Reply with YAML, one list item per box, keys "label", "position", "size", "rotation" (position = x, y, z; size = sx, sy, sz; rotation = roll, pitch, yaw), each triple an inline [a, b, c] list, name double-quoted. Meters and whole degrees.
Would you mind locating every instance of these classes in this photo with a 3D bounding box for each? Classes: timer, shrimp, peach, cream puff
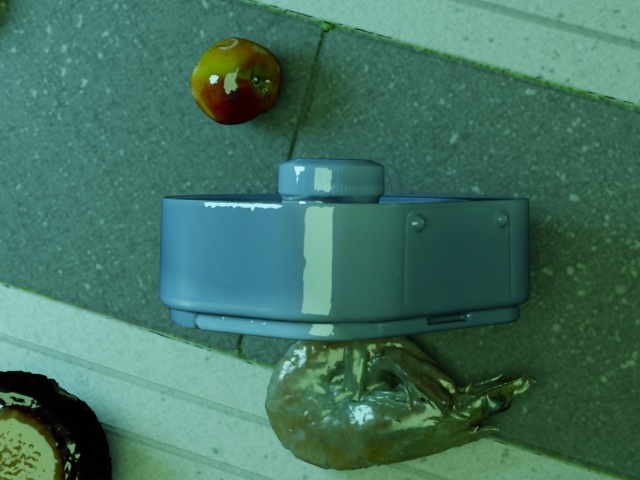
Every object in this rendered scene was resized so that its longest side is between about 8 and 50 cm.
- label: "timer"
  position: [0.000, 0.000, 1.765]
  size: [0.395, 0.395, 0.173]
  rotation: [1, 94, 13]
- label: "shrimp"
  position: [0.086, 0.165, 1.899]
  size: [0.317, 0.077, 0.168]
  rotation: [-13, 88, 16]
- label: "peach"
  position: [-0.098, -0.181, 1.912]
  size: [0.101, 0.101, 0.100]
  rotation: [1, 94, 13]
- label: "cream puff"
  position: [-0.358, 0.265, 1.959]
  size: [0.239, 0.165, 0.239]
  rotation: [0, 92, 9]
